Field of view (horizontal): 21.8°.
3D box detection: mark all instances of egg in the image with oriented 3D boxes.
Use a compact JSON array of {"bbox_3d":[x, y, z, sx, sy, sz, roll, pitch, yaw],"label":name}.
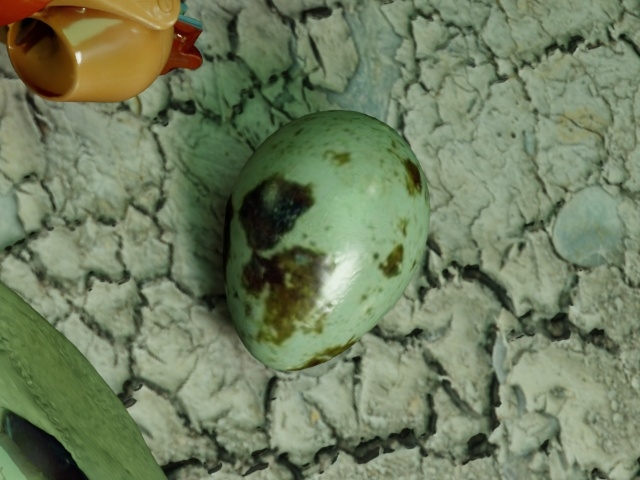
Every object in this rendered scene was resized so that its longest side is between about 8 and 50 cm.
[{"bbox_3d":[0.000,0.000,1.391,0.169,0.169,0.231,27,73,-22],"label":"egg"}]

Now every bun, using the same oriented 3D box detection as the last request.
[{"bbox_3d":[-0.241,0.162,1.166,0.179,0.283,0.283,-41,99,7],"label":"bun"}]

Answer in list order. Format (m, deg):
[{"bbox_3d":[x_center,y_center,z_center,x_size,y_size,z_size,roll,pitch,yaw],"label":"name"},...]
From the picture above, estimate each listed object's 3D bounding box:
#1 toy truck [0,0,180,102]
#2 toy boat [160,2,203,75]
[{"bbox_3d":[-0.197,-0.245,1.269,0.239,0.189,0.265,35,59,-39],"label":"toy truck"},{"bbox_3d":[-0.179,-0.186,1.403,0.173,0.069,0.059,9,49,-30],"label":"toy boat"}]
